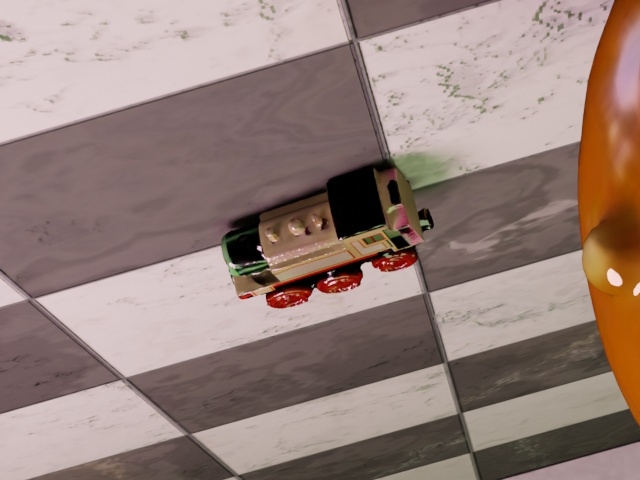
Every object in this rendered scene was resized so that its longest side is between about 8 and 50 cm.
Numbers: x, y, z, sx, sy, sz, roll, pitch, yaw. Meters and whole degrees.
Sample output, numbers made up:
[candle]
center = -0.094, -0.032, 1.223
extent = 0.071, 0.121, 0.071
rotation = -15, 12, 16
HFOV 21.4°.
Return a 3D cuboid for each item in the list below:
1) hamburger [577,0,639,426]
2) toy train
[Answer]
[hamburger]
center = 0.295, -0.031, 0.729
extent = 0.277, 0.396, 0.396
rotation = -1, 157, -36
[toy train]
center = 0.000, 0.000, 1.071
extent = 0.138, 0.050, 0.087
rotation = -18, 157, 14
